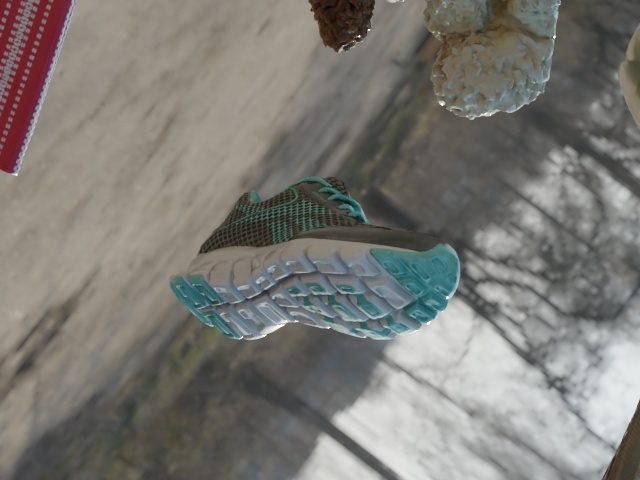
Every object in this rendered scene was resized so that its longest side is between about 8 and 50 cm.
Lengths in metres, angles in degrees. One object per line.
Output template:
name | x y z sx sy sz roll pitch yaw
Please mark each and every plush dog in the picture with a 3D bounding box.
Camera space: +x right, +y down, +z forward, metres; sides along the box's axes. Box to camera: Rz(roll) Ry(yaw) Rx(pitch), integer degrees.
plush dog | 0.088 -0.256 1.228 0.211 0.225 0.262 101 -5 -50

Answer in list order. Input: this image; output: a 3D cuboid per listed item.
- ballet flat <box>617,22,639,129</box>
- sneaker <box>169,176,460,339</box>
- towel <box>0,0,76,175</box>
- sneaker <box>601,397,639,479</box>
ballet flat | 0.139 -0.103 0.409 0.139 0.139 0.400 -55 -170 38
sneaker | 0.000 0.000 0.678 0.166 0.065 0.076 -2 -128 45
towel | -0.296 -0.184 1.016 0.031 0.275 0.199 -40 153 -71
sneaker | 0.162 0.071 0.577 0.188 0.071 0.066 -53 162 -34
